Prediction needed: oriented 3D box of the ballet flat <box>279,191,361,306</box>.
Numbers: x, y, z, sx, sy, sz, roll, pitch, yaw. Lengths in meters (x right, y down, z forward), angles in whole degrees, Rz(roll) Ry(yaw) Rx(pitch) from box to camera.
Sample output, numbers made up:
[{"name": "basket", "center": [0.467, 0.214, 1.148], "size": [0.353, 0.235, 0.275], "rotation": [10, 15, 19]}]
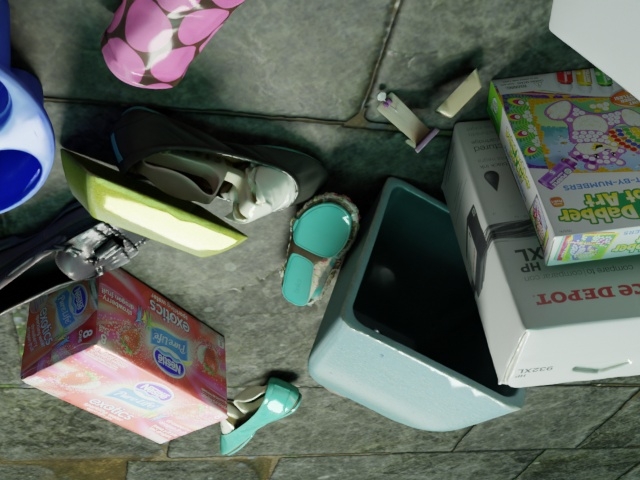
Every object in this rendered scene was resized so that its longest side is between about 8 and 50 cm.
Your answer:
[{"name": "ballet flat", "center": [0.000, 0.000, 1.042], "size": [0.091, 0.077, 0.241], "rotation": [33, 140, 3]}]

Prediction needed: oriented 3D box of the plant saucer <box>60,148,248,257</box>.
[{"name": "plant saucer", "center": [-0.201, -0.037, 0.865], "size": [0.188, 0.188, 0.045], "rotation": [24, 92, -30]}]

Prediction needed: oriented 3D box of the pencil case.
[{"name": "pencil case", "center": [-0.117, -0.231, 0.713], "size": [0.209, 0.095, 0.098], "rotation": [-37, 162, 35]}]

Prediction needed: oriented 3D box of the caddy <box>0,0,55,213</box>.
[{"name": "caddy", "center": [-0.426, -0.119, 0.720], "size": [0.342, 0.179, 0.241], "rotation": [-6, 143, -3]}]

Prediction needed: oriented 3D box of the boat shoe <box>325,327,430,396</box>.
[{"name": "boat shoe", "center": [0.165, 0.161, 1.258], "size": [0.356, 0.132, 0.130], "rotation": [-12, 122, -3]}]

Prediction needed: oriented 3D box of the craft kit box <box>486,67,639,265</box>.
[{"name": "craft kit box", "center": [0.336, -0.096, 0.841], "size": [0.250, 0.246, 0.061], "rotation": [-8, 144, -2]}]

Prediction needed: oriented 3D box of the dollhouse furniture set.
[{"name": "dollhouse furniture set", "center": [0.125, -0.172, 0.896], "size": [0.081, 0.091, 0.114], "rotation": [44, 100, 0]}]

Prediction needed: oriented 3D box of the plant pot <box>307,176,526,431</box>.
[{"name": "plant pot", "center": [0.116, 0.117, 1.044], "size": [0.248, 0.247, 0.252], "rotation": [28, 142, -8]}]

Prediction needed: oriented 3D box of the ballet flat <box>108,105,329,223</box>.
[{"name": "ballet flat", "center": [-0.115, -0.072, 0.906], "size": [0.281, 0.096, 0.095], "rotation": [13, 138, -25]}]

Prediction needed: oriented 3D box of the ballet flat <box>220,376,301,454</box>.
[{"name": "ballet flat", "center": [-0.138, 0.324, 1.441], "size": [0.087, 0.083, 0.247], "rotation": [39, 126, -15]}]

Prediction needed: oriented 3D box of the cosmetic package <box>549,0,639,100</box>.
[{"name": "cosmetic package", "center": [0.432, -0.240, 0.568], "size": [0.454, 0.230, 0.161], "rotation": [-25, 145, -15]}]

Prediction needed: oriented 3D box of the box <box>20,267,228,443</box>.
[{"name": "box", "center": [-0.282, 0.176, 1.148], "size": [0.142, 0.154, 0.300], "rotation": [-24, 139, 20]}]

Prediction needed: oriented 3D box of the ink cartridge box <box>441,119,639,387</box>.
[{"name": "ink cartridge box", "center": [0.291, -0.001, 0.902], "size": [0.223, 0.307, 0.129], "rotation": [-5, 143, -5]}]

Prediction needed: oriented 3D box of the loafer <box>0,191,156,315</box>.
[{"name": "loafer", "center": [-0.336, 0.030, 0.995], "size": [0.303, 0.095, 0.109], "rotation": [-20, 141, 14]}]
